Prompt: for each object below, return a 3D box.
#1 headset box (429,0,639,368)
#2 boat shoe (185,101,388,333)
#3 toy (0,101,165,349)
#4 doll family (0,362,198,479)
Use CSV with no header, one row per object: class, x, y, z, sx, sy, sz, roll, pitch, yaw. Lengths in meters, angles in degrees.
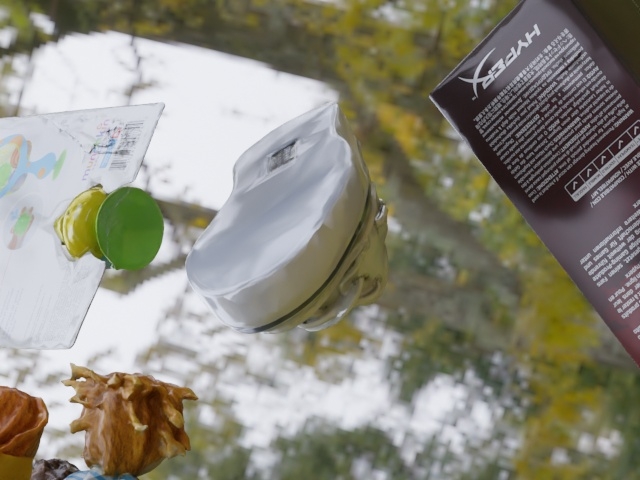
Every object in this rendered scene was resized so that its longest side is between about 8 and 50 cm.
headset box,0.233,-0.018,1.001,0.218,0.293,0.110,-19,-21,-51
boat shoe,0.000,0.000,0.899,0.084,0.095,0.258,59,-163,-14
toy,-0.163,0.001,0.977,0.056,0.237,0.137,30,-110,-34
doll family,-0.100,0.130,0.669,0.118,0.263,0.163,25,-107,-37
